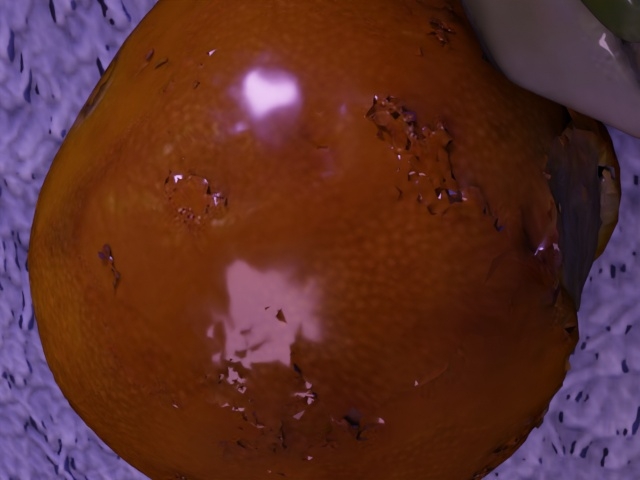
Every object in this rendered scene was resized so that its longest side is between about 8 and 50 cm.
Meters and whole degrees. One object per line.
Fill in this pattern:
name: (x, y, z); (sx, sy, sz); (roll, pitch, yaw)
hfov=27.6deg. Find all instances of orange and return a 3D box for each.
orange: (0.000, 0.000, 0.533); (0.240, 0.240, 0.240); (10, 121, 17)

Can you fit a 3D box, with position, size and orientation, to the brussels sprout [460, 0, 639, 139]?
brussels sprout: (0.125, -0.151, 0.403); (0.244, 0.244, 0.244); (10, 121, 17)
